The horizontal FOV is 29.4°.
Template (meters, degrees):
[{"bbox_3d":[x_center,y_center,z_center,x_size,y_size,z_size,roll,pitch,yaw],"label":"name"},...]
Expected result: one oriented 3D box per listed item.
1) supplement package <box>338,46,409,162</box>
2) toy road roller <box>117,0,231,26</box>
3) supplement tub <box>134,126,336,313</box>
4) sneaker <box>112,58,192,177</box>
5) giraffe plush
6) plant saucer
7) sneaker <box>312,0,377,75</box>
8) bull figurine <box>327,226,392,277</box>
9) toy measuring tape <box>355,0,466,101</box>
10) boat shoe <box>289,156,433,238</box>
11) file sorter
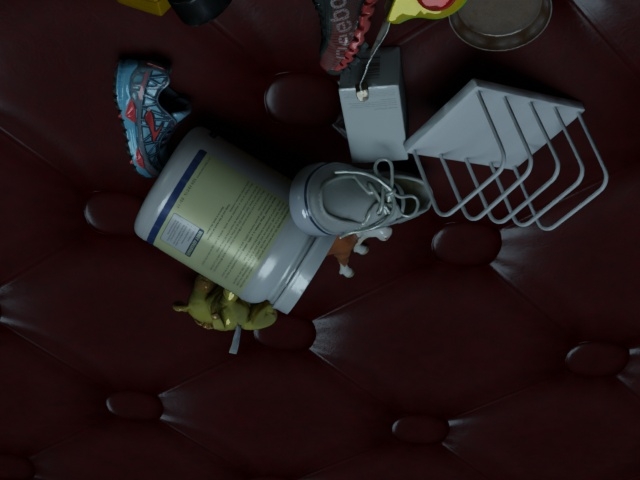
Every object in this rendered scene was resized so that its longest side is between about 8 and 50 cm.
[{"bbox_3d":[0.096,-0.235,2.126,0.105,0.105,0.179,-4,138,9],"label":"supplement package"},{"bbox_3d":[-0.226,-0.484,1.833,0.329,0.241,0.202,21,156,43],"label":"toy road roller"},{"bbox_3d":[-0.148,-0.032,2.225,0.325,0.235,0.235,32,135,-3],"label":"supplement tub"},{"bbox_3d":[-0.291,-0.211,2.188,0.125,0.104,0.262,-3,139,5],"label":"sneaker"},{"bbox_3d":[-0.203,0.123,2.540,0.170,0.210,0.181,9,156,43],"label":"giraffe plush"},{"bbox_3d":[0.293,-0.383,1.995,0.168,0.029,0.168,2,139,2],"label":"plant saucer"},{"bbox_3d":[0.032,-0.386,1.962,0.135,0.098,0.276,13,136,-11],"label":"sneaker"},{"bbox_3d":[0.000,0.000,2.407,0.310,0.101,0.188,-5,143,15],"label":"bull figurine"},{"bbox_3d":[0.159,-0.357,1.938,0.121,0.121,0.330,15,121,-12],"label":"toy measuring tape"},{"bbox_3d":[0.097,-0.073,2.141,0.156,0.136,0.367,-5,177,32],"label":"boat shoe"},{"bbox_3d":[0.326,-0.136,2.100,0.277,0.173,0.193,6,145,-38],"label":"file sorter"}]
